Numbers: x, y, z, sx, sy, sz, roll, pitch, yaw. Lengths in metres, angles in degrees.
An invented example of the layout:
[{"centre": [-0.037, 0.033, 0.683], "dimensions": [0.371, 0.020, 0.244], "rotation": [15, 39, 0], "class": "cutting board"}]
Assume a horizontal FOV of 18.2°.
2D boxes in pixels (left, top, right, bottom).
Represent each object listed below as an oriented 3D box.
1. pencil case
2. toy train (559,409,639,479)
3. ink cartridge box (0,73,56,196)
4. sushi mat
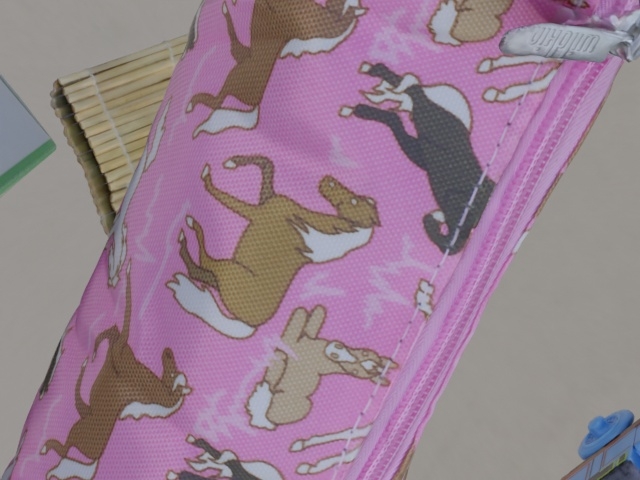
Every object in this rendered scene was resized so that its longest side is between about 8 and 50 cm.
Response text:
[{"centre": [0.000, 0.000, 0.766], "dimensions": [0.160, 0.167, 0.386], "rotation": [23, 115, -7], "class": "pencil case"}, {"centre": [0.220, 0.120, 1.169], "dimensions": [0.184, 0.105, 0.080], "rotation": [-40, 97, 21], "class": "toy train"}, {"centre": [-0.339, 0.006, 1.293], "dimensions": [0.289, 0.211, 0.121], "rotation": [-36, 97, 34], "class": "ink cartridge box"}, {"centre": [-0.028, -0.071, 1.270], "dimensions": [0.316, 0.019, 0.151], "rotation": [-25, 98, -44], "class": "sushi mat"}]
